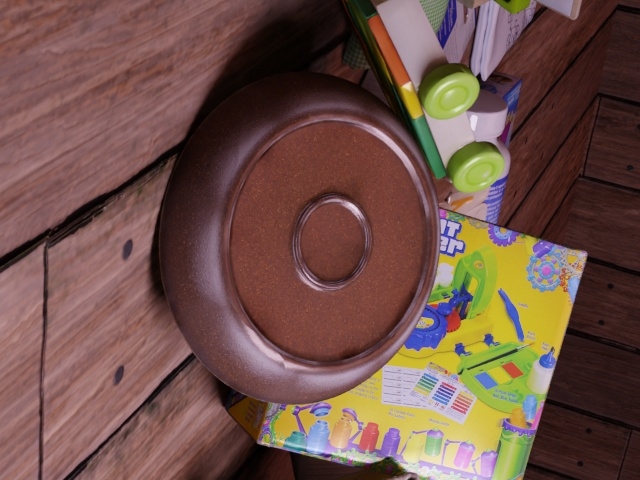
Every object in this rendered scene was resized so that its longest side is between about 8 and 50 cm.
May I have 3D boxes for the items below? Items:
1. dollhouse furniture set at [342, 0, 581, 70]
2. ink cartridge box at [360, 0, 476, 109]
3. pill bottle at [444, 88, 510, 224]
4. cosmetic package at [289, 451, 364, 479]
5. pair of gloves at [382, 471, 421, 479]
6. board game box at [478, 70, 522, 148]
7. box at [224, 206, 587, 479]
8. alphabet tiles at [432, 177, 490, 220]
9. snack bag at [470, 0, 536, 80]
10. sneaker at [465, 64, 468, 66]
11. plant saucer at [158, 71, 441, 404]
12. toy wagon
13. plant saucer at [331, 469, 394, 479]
[{"bbox_3d":[0.187,-0.297,1.540,0.301,0.151,0.198,-31,141,-38],"label":"dollhouse furniture set"},{"bbox_3d":[0.110,-0.193,1.714,0.176,0.069,0.371,75,38,-60],"label":"ink cartridge box"},{"bbox_3d":[0.182,-0.074,1.898,0.152,0.152,0.272,-43,147,-60],"label":"pill bottle"},{"bbox_3d":[0.018,0.177,1.631,0.127,0.107,0.238,-104,-161,-54],"label":"cosmetic package"},{"bbox_3d":[0.021,0.316,1.409,0.204,0.240,0.042,52,16,-51],"label":"pair of gloves"},{"bbox_3d":[0.236,-0.088,2.215,0.318,0.065,0.318,-43,146,-60],"label":"board game box"},{"bbox_3d":[0.086,0.098,1.436,0.177,0.289,0.279,-162,-91,-74],"label":"box"},{"bbox_3d":[0.099,-0.011,1.682,0.278,0.021,0.284,-30,150,-18],"label":"alphabet tiles"},{"bbox_3d":[0.325,-0.468,2.200,0.323,0.037,0.343,-48,150,-55],"label":"snack bag"},{"bbox_3d":[0.189,-0.213,1.992,0.152,0.053,0.061,-52,138,-57],"label":"sneaker"},{"bbox_3d":[0.000,0.000,1.241,0.310,0.050,0.311,-3,95,-35],"label":"plant saucer"},{"bbox_3d":[0.075,-0.208,1.316,0.267,0.068,0.344,64,2,38],"label":"toy wagon"},{"bbox_3d":[-0.008,0.378,1.582,0.333,0.332,0.081,83,-12,-54],"label":"plant saucer"}]
